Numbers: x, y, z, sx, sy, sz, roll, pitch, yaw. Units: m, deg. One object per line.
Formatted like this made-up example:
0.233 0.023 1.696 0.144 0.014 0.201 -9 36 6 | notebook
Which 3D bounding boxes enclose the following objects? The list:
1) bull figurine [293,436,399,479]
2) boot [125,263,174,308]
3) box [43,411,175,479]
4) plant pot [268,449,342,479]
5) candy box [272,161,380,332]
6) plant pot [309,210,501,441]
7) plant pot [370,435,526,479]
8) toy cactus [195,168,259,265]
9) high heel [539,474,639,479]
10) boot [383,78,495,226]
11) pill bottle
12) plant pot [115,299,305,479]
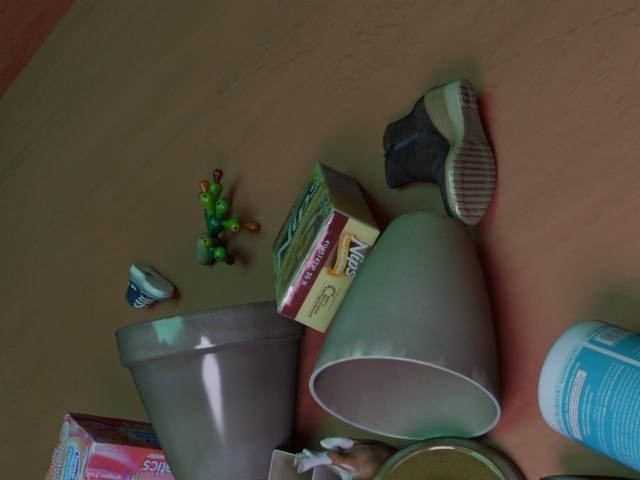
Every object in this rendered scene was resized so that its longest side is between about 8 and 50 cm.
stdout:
0.042 0.405 1.265 0.310 0.188 0.101 -79 6 -51 | bull figurine
-0.383 0.120 2.031 0.190 0.069 0.086 32 108 59 | boot
-0.322 0.421 1.639 0.142 0.299 0.154 21 92 52 | box
-0.014 0.397 1.439 0.109 0.096 0.109 -3 74 51 | plant pot
0.000 0.000 1.483 0.183 0.087 0.316 -61 13 13 | candy box
0.138 0.105 1.282 0.256 0.256 0.274 -24 41 44 | plant pot
0.160 0.356 1.183 0.236 0.032 0.236 -9 50 11 | plant pot
-0.209 -0.022 1.860 0.181 0.112 0.219 -63 37 42 | toy cactus
0.377 0.363 0.962 0.377 0.127 0.182 3 85 55 | high heel
0.178 -0.114 1.440 0.207 0.090 0.249 -31 54 55 | boot
0.381 0.189 0.998 0.264 0.146 0.146 21 92 52 | pill bottle
-0.170 0.264 1.547 0.323 0.323 0.281 -17 79 46 | plant pot
